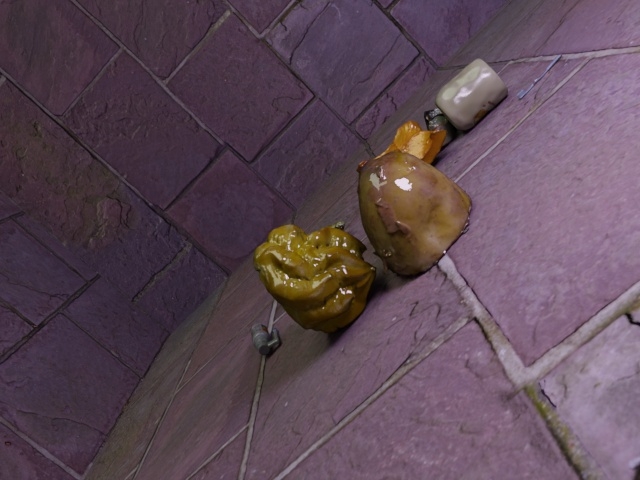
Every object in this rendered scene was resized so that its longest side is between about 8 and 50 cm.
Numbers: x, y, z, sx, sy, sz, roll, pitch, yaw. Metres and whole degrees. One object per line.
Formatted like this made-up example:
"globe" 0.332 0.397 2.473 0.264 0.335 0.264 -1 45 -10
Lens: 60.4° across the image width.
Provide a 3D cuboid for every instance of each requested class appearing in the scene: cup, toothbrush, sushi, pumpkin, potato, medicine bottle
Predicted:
"cup" 0.510 -0.514 1.927 0.202 0.173 0.255 -42 22 15
"toothbrush" 0.688 -0.515 1.722 0.193 0.019 0.013 -45 11 0
"sushi" 0.453 -0.425 2.041 0.109 0.134 0.273 -15 12 12
"pumpkin" 0.293 -0.305 1.950 0.290 0.095 0.258 36 97 50
"potato" 0.198 -0.096 1.379 0.301 0.237 0.288 -44 21 3
"medicine bottle" -0.185 0.330 1.859 0.092 0.061 0.221 -28 11 -6

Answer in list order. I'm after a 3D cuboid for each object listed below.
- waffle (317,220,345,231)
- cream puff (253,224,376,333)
"waffle" -0.002 -0.002 2.144 0.223 0.054 0.204 -29 -14 -20
"cream puff" 0.000 0.071 1.472 0.257 0.291 0.324 -37 25 12
